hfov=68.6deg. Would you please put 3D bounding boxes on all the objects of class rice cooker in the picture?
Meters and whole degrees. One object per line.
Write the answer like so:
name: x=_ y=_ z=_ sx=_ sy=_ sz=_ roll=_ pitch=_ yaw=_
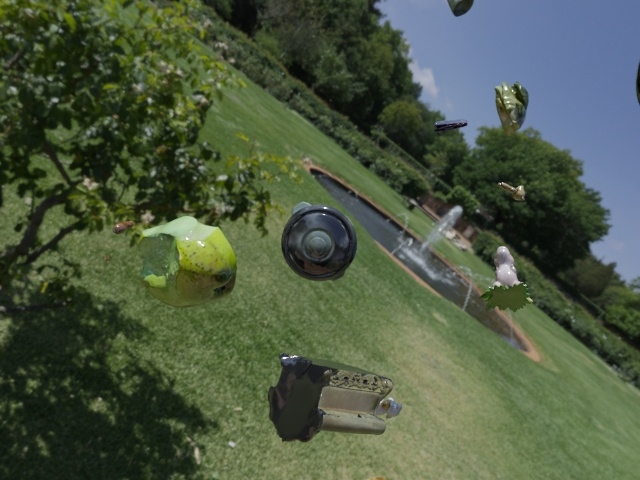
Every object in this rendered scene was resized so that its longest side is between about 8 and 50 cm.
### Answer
rice cooker: x=0.000 y=0.000 z=1.694 sx=0.316 sy=0.264 sz=0.316 roll=-25 pitch=90 yaw=-83

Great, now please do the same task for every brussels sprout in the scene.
brussels sprout: x=0.602 y=-0.416 z=1.478 sx=0.139 sy=0.100 sz=0.181 roll=62 pitch=17 yaw=-61

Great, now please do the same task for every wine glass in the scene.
wine glass: x=0.424 y=-0.799 z=1.500 sx=0.073 sy=0.073 sz=0.155 roll=17 pitch=47 yaw=-59

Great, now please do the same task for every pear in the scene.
pear: x=-0.373 y=0.086 z=1.342 sx=0.282 sy=0.286 sz=0.176 roll=15 pitch=23 yaw=34

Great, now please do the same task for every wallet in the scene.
wallet: x=0.453 y=-0.398 z=1.627 sx=0.111 sy=0.030 sz=0.166 roll=0 pitch=17 yaw=18

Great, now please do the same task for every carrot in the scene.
carrot: x=-0.664 y=-0.048 z=1.588 sx=0.036 sy=0.035 sz=0.165 roll=37 pitch=5 yaw=-11

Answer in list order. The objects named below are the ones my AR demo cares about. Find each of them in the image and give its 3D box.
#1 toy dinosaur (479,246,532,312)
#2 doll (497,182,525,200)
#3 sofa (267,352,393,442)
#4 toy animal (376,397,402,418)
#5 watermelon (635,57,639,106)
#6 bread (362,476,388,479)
toy dinosaur: x=0.589 y=0.139 z=1.527 sx=0.194 sy=0.152 sz=0.177 roll=67 pitch=25 yaw=-18
doll: x=0.651 y=-0.166 z=1.599 sx=0.093 sy=0.051 sz=0.061 roll=9 pitch=11 yaw=-3
sofa: x=0.015 y=0.381 z=1.097 sx=0.200 sy=0.182 sz=0.258 roll=17 pitch=-11 yaw=-30
toy animal: x=0.244 y=0.713 z=1.965 sx=0.182 sy=0.127 sz=0.131 roll=9 pitch=2 yaw=-21
watermelon: x=0.747 y=-0.328 z=0.885 sx=0.269 sy=0.269 sz=0.269 roll=37 pitch=13 yaw=-10
bread: x=0.185 y=0.833 z=1.454 sx=0.132 sy=0.103 sz=0.172 roll=57 pitch=19 yaw=-52
